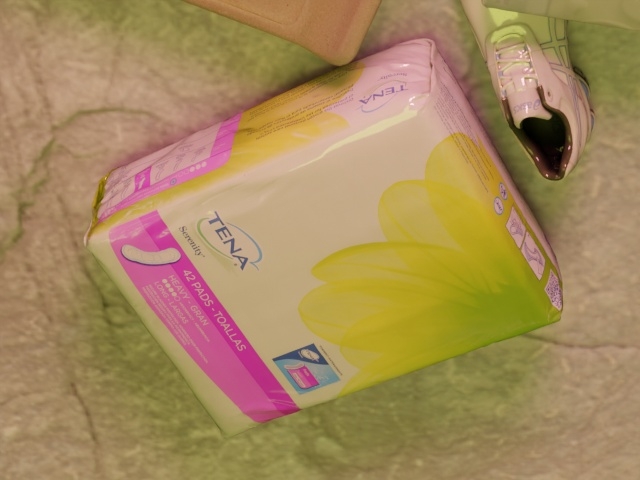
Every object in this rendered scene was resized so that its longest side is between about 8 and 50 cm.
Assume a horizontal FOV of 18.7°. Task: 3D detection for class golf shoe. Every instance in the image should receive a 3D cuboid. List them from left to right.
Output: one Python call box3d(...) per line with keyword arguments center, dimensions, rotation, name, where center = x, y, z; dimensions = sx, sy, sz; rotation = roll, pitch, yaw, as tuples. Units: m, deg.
box3d(center=(0.144, -0.121, 1.339), dimensions=(0.069, 0.086, 0.176), rotation=(-19, 119, 21), name="golf shoe")

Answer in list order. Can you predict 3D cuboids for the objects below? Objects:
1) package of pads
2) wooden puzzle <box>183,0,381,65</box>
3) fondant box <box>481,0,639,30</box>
box3d(center=(0.000, 0.000, 1.433), dimensions=(0.296, 0.101, 0.229), rotation=(-21, 121, 20), name="package of pads")
box3d(center=(-0.083, -0.306, 1.236), dimensions=(0.348, 0.080, 0.322), rotation=(23, 130, -3), name="wooden puzzle")
box3d(center=(0.278, -0.221, 1.190), dimensions=(0.330, 0.096, 0.238), rotation=(8, 152, 1), name="fondant box")
